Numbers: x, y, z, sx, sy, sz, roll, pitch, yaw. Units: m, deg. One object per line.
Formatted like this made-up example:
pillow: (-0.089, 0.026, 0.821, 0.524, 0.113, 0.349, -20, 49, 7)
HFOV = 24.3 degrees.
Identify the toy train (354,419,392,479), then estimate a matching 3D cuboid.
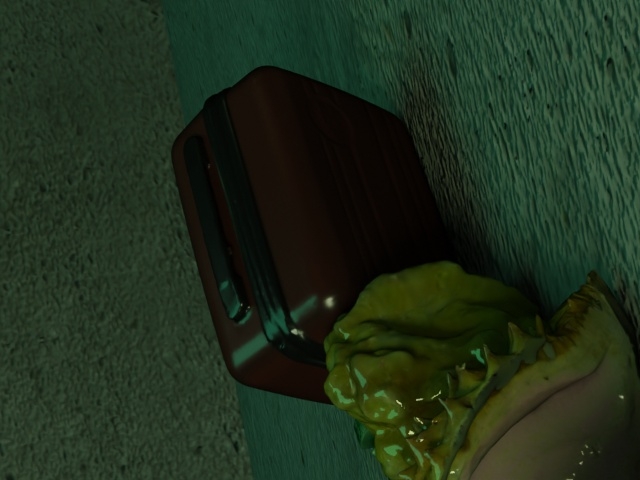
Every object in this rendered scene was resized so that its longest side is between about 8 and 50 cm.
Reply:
toy train: (0.105, 0.227, 1.411, 0.071, 0.105, 0.178, 103, 153, -52)

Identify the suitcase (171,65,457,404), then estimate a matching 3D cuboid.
suitcase: (0.000, 0.000, 1.377, 0.161, 0.236, 0.297, -38, 53, 31)

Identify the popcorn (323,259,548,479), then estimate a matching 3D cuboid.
popcorn: (0.095, 0.111, 1.174, 0.197, 0.198, 0.155, -118, 29, -55)

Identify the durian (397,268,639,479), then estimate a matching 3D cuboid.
durian: (0.119, 0.180, 0.988, 0.186, 0.196, 0.305, 10, 102, 31)
